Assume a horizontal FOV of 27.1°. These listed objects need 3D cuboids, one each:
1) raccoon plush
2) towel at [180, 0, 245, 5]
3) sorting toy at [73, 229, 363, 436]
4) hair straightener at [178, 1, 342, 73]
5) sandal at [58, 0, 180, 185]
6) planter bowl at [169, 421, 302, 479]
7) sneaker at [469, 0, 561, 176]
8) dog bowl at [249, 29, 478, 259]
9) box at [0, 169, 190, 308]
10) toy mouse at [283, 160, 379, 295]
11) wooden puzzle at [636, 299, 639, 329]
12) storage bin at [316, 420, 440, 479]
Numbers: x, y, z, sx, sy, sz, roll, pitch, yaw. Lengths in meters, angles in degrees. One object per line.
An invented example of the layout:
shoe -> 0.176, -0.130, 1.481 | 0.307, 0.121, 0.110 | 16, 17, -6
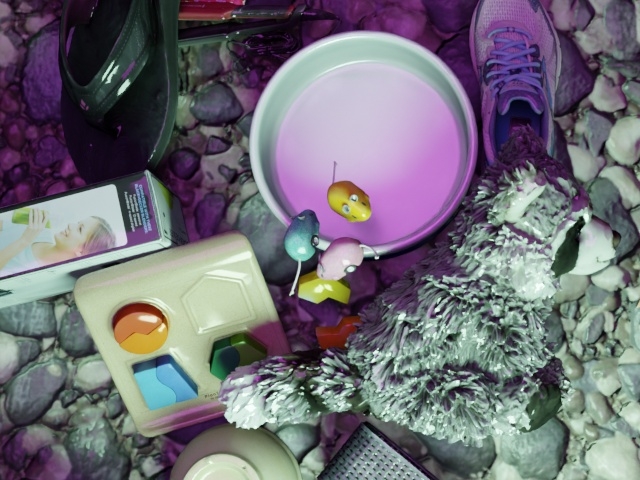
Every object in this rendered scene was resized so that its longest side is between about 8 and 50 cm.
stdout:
raccoon plush -> 0.096, 0.055, 1.420 | 0.447, 0.216, 0.299 | -11, 114, -7
towel -> -0.207, -0.400, 1.668 | 0.275, 0.031, 0.198 | 12, 85, 7
sorting toy -> -0.106, 0.103, 1.539 | 0.307, 0.041, 0.229 | -17, 119, 4
hair straightener -> -0.087, -0.252, 1.630 | 0.230, 0.047, 0.089 | -2, 124, 8
sandal -> -0.248, -0.273, 1.576 | 0.168, 0.107, 0.445 | 14, 99, 32
planter bowl -> -0.106, 0.294, 1.538 | 0.162, 0.109, 0.162 | -1, 84, 6
sneaker -> 0.235, -0.178, 1.550 | 0.110, 0.122, 0.283 | -5, 83, 5
dog bowl -> 0.054, -0.109, 1.570 | 0.265, 0.104, 0.264 | -1, 84, 6
box -> -0.311, 0.007, 1.565 | 0.290, 0.169, 0.087 | -14, 80, 6
toy mouse -> 0.000, 0.000, 1.462 | 0.143, 0.031, 0.161 | -51, 43, 9
wooden puzzle -> 0.420, 0.098, 1.554 | 0.116, 0.014, 0.078 | 38, 89, 8
storage bin -> 0.093, 0.295, 1.510 | 0.180, 0.122, 0.084 | 40, 88, 9
